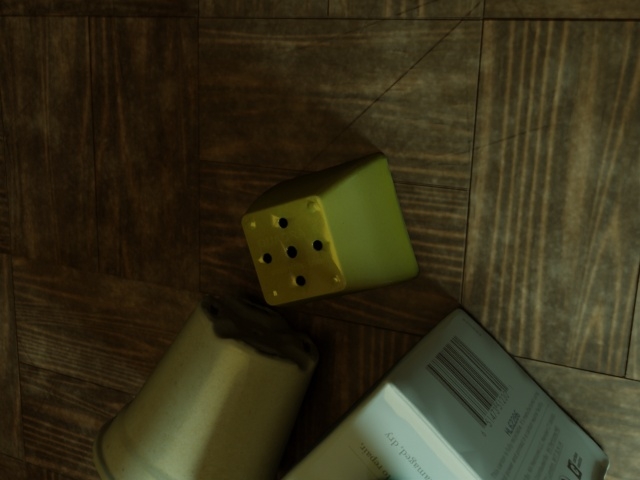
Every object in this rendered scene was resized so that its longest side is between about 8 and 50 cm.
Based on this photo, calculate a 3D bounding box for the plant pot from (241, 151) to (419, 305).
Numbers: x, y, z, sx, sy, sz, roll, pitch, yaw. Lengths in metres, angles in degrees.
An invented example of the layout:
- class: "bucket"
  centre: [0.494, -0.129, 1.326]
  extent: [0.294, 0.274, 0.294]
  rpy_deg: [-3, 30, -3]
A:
- class: "plant pot"
  centre: [0.000, 0.000, 1.176]
  extent: [0.212, 0.187, 0.212]
  rpy_deg: [-14, 95, 30]

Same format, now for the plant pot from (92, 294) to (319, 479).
- class: "plant pot"
  centre: [-0.166, 0.271, 1.275]
  extent: [0.334, 0.334, 0.305]
  rpy_deg: [31, 103, 18]

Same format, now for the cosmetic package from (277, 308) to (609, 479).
- class: "cosmetic package"
  centre: [0.144, 0.375, 1.104]
  extent: [0.327, 0.329, 0.393]
  rpy_deg: [46, 118, 10]
